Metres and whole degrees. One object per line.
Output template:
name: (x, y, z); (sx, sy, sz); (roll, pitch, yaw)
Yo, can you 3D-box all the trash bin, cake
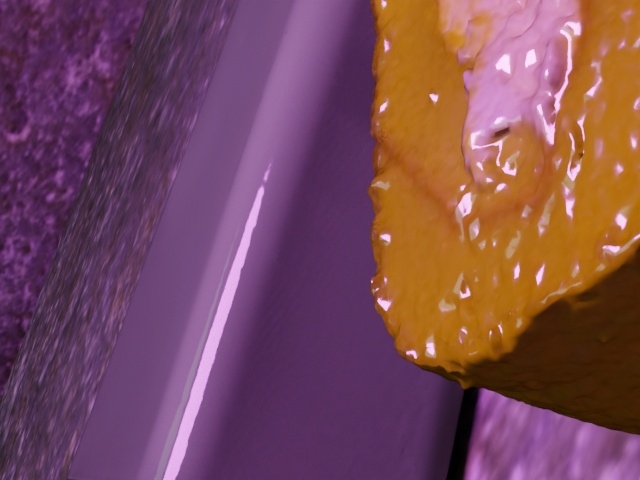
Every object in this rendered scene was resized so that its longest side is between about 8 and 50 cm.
trash bin: (0.000, 0.000, 0.879); (0.223, 0.158, 0.344); (-21, 49, 68)
cake: (0.117, -0.067, 0.553); (0.179, 0.156, 0.261); (-32, 48, 44)
